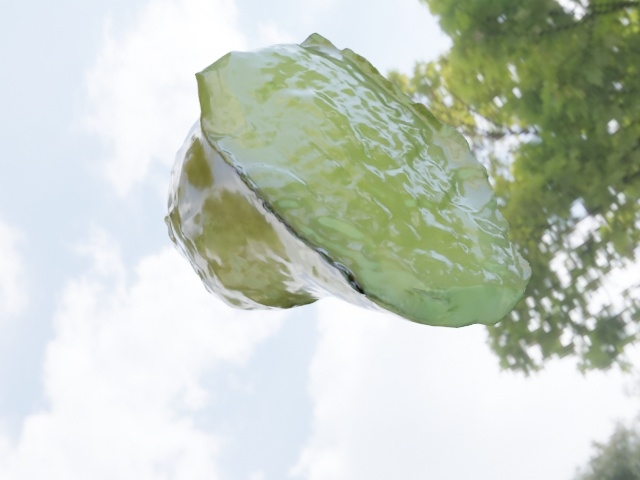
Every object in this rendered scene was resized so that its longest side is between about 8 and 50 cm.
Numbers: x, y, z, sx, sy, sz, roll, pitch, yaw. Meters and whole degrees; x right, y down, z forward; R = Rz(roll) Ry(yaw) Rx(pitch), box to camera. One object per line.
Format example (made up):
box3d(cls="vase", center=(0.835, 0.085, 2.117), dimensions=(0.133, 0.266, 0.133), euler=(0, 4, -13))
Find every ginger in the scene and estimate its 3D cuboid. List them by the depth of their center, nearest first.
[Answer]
box3d(cls="ginger", center=(0.003, 0.001, 0.623), dimensions=(0.115, 0.193, 0.122), euler=(-10, -45, -42))
